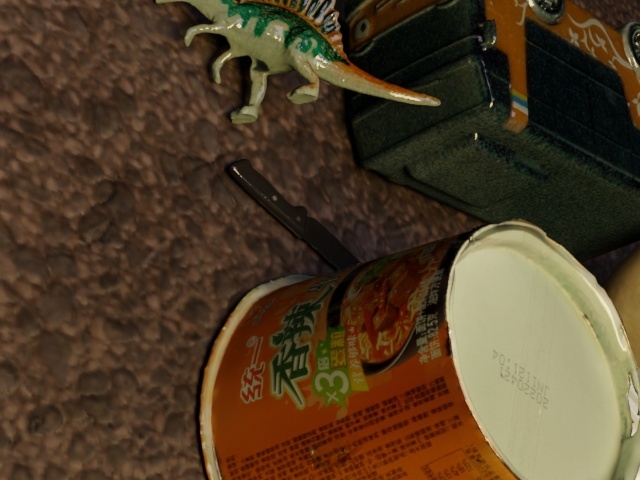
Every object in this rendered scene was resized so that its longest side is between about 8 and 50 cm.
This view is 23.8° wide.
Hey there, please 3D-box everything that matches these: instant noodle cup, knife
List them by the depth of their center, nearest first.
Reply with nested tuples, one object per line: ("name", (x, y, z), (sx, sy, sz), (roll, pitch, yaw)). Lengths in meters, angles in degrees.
("instant noodle cup", (0.069, 0.100, 0.906), (0.230, 0.182, 0.230), (23, 54, -36))
("knife", (0.000, 0.000, 1.019), (0.170, 0.010, 0.023), (43, 50, -24))

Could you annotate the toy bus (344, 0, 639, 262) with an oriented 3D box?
("toy bus", (0.153, -0.098, 1.137), (0.275, 0.138, 0.167), (23, 56, -40))

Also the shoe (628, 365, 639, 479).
("shoe", (0.186, 0.254, 0.985), (0.160, 0.131, 0.363), (-20, 91, -52))

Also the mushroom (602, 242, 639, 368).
("mushroom", (0.317, 0.093, 1.115), (0.246, 0.246, 0.202), (53, 10, -11))

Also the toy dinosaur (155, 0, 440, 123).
("toy dinosaur", (-0.017, -0.136, 1.009), (0.187, 0.044, 0.106), (-5, 71, -7))
